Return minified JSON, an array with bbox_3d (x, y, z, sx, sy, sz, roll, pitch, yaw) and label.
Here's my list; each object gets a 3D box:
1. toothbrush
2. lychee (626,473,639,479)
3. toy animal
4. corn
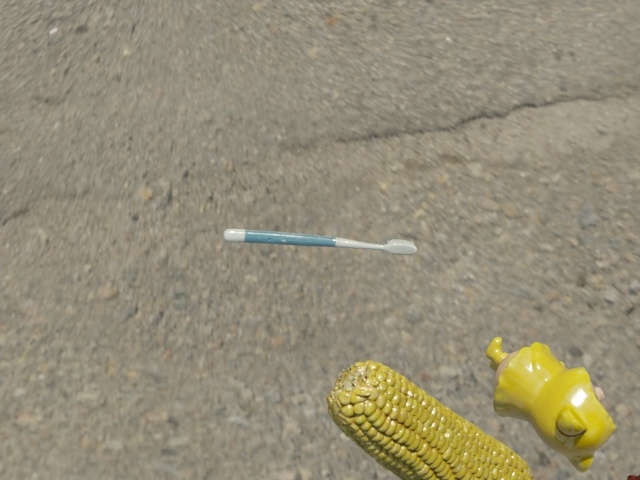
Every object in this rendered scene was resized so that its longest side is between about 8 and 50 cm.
[{"bbox_3d":[0.000,0.000,1.644,0.275,0.025,0.019,4,115,-4],"label":"toothbrush"},{"bbox_3d":[0.571,0.506,1.546,0.424,0.500,0.424,-20,120,-40],"label":"lychee"},{"bbox_3d":[0.347,0.242,1.792,0.156,0.230,0.156,-23,134,-26],"label":"toy animal"},{"bbox_3d":[0.115,0.219,1.219,0.293,0.106,0.106,37,98,-28],"label":"corn"}]
